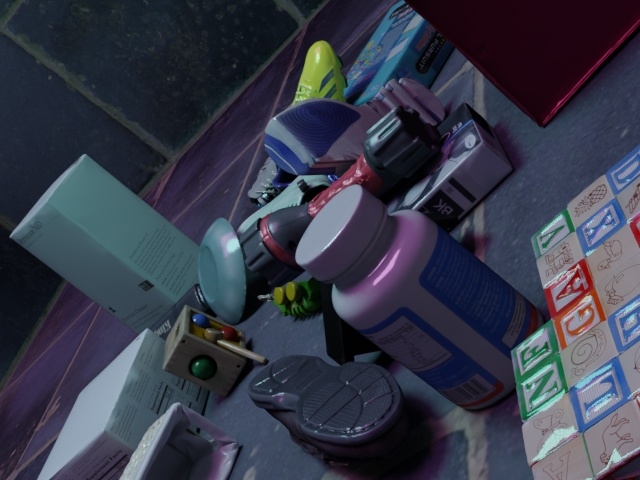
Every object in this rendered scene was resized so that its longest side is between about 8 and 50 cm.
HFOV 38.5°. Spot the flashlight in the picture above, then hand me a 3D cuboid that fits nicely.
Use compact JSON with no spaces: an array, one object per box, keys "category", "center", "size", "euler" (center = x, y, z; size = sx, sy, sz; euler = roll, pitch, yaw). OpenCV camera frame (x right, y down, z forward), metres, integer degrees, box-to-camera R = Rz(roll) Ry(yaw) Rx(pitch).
[{"category":"flashlight","center":[0.020,-0.059,1.236],"size":[0.304,0.103,0.103],"euler":[-42,19,29]}]

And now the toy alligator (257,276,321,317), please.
[{"category":"toy alligator","center":[-0.042,0.094,1.389],"size":[0.190,0.056,0.051],"euler":[-23,73,57]}]

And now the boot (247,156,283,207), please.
[{"category":"boot","center":[-0.078,-0.120,1.868],"size":[0.123,0.095,0.258],"euler":[-61,10,-11]}]

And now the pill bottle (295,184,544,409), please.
[{"category":"pill bottle","center":[0.090,0.049,0.850],"size":[0.124,0.221,0.124],"euler":[-45,18,19]}]

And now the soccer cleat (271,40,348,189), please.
[{"category":"soccer cleat","center":[-0.027,-0.216,1.660],"size":[0.093,0.121,0.289],"euler":[45,134,51]}]

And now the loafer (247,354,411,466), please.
[{"category":"loafer","center":[0.019,0.192,0.998],"size":[0.109,0.095,0.303],"euler":[-36,16,-21]}]

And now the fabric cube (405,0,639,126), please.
[{"category":"fabric cube","center":[0.256,-0.346,1.177],"size":[0.254,0.259,0.258],"euler":[-46,20,14]}]

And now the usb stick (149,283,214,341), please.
[{"category":"usb stick","center":[-0.306,0.189,1.830],"size":[0.278,0.045,0.077],"euler":[-43,64,27]}]

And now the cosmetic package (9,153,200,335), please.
[{"category":"cosmetic package","center":[-0.419,0.025,1.908],"size":[0.217,0.385,0.156],"euler":[-33,25,47]}]

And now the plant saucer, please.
[{"category":"plant saucer","center":[-0.185,0.057,1.636],"size":[0.195,0.038,0.194],"euler":[24,117,61]}]

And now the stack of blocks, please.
[{"category":"stack of blocks","center":[0.233,0.070,0.673],"size":[0.171,0.087,0.297],"euler":[-43,19,25]}]

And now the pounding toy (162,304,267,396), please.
[{"category":"pounding toy","center":[-0.166,0.171,1.438],"size":[0.100,0.130,0.141],"euler":[-60,15,14]}]

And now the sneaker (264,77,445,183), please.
[{"category":"sneaker","center":[0.045,-0.128,1.402],"size":[0.316,0.127,0.182],"euler":[-21,-26,-42]}]

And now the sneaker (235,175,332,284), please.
[{"category":"sneaker","center":[-0.072,-0.018,1.600],"size":[0.256,0.094,0.151],"euler":[-49,13,2]}]

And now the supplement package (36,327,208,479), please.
[{"category":"supplement package","center":[-0.310,0.308,1.449],"size":[0.204,0.145,0.261],"euler":[-43,17,24]}]

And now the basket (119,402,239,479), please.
[{"category":"basket","center":[-0.202,0.322,1.221],"size":[0.103,0.113,0.167],"euler":[-36,22,45]}]

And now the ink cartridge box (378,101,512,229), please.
[{"category":"ink cartridge box","center":[0.107,-0.029,1.238],"size":[0.332,0.065,0.165],"euler":[-46,18,19]}]

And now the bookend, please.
[{"category":"bookend","center":[0.083,0.054,1.077],"size":[0.157,0.156,0.072],"euler":[-9,9,-15]}]

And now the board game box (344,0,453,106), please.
[{"category":"board game box","center":[0.150,-0.343,1.734],"size":[0.336,0.079,0.254],"euler":[-58,19,-21]}]
